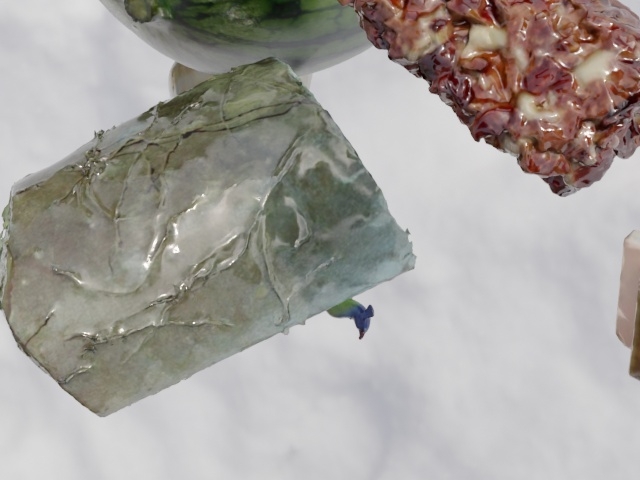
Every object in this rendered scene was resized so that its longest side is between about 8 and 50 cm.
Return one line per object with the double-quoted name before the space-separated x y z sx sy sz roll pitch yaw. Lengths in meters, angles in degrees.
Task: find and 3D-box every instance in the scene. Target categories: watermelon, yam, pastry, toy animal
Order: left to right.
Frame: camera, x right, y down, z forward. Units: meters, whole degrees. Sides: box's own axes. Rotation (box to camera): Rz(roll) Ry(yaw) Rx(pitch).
"yam" -0.093 0.001 1.330 0.201 0.271 0.202 57 174 0
"watermelon" -0.074 -0.245 1.438 0.331 0.189 0.331 14 142 12
"toy animal" -0.011 0.012 1.660 0.075 0.041 0.217 -46 43 22
"pastry" 0.089 -0.113 0.969 0.208 0.115 0.097 45 103 25

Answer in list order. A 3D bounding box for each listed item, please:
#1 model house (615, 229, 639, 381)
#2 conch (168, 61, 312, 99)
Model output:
"model house" 0.238 0.018 0.648 0.169 0.326 0.244 29 146 23
"conch" -0.086 -0.111 1.774 0.158 0.127 0.255 -21 54 39
